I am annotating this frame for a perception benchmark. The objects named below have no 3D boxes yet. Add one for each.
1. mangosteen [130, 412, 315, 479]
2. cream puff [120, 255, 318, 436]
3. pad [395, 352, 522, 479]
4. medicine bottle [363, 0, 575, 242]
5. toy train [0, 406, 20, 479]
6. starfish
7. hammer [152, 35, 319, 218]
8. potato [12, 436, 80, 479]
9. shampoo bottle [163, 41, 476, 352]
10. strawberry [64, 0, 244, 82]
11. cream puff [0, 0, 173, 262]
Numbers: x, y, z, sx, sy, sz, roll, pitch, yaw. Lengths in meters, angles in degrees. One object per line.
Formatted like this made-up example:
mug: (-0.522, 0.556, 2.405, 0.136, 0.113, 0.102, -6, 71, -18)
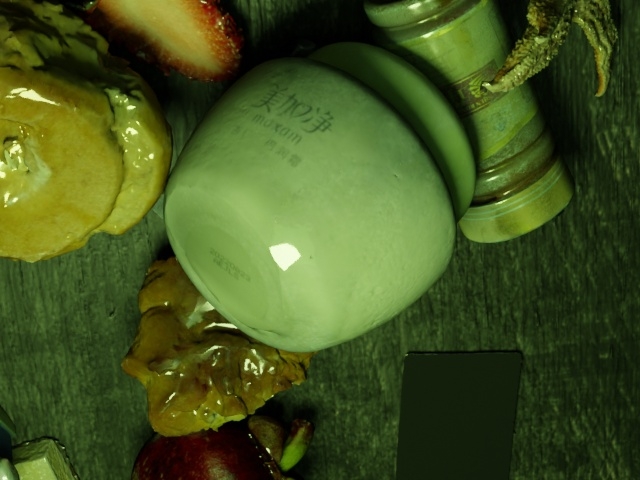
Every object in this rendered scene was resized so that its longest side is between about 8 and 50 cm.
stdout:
mangosteen: (-0.116, 0.309, 2.067, 0.257, 0.215, 0.215, -32, 115, -16)
cream puff: (-0.126, 0.125, 1.979, 0.241, 0.155, 0.269, 30, 78, 3)
pad: (0.184, 0.266, 2.172, 0.159, 0.009, 0.265, 0, 116, -5)
medicine bottle: (0.176, -0.170, 1.896, 0.151, 0.151, 0.322, -24, 114, 6)
toy train: (-0.517, 0.328, 2.039, 0.299, 0.202, 0.131, -28, 130, 7)
starfish: (0.269, -0.266, 1.814, 0.084, 0.293, 0.301, 18, 120, 23)
hammer: (-0.109, -0.140, 1.944, 0.137, 0.037, 0.290, 34, 106, -28)
potato: (-0.369, 0.327, 2.125, 0.086, 0.061, 0.122, -18, 113, 6)
shampoo bottle: (-0.005, -0.044, 1.808, 0.317, 0.322, 0.322, -44, 116, -26)
strawberry: (-0.187, -0.267, 1.873, 0.167, 0.087, 0.208, -14, 143, 21)
cream puff: (-0.339, -0.143, 1.818, 0.343, 0.231, 0.327, -4, 130, -1)
